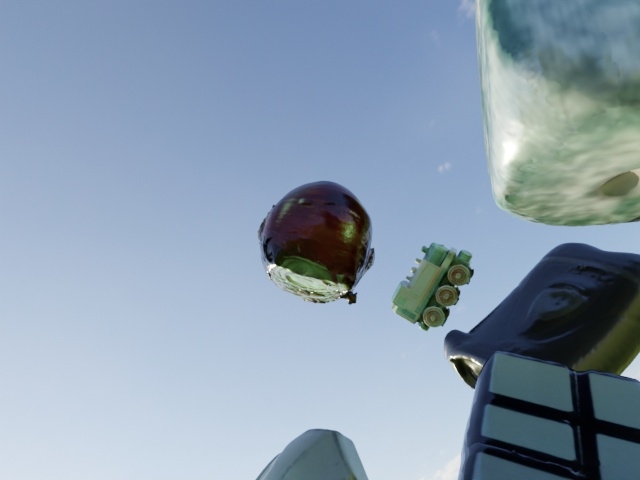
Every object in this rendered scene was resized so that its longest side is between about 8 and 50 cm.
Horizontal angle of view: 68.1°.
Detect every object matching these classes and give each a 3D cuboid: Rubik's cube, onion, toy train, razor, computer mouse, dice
[{"bbox_3d":[0.274,0.317,0.463,0.293,0.284,0.288,-40,-48,-62],"label":"Rubik's cube"},{"bbox_3d":[0.000,0.000,0.433,0.119,0.118,0.117,-10,-15,-26],"label":"onion"},{"bbox_3d":[0.237,0.094,1.000,0.193,0.125,0.081,-64,-13,13],"label":"toy train"},{"bbox_3d":[0.363,0.128,0.720,0.349,0.204,0.113,-32,-59,-24],"label":"razor"},{"bbox_3d":[-0.051,0.471,0.652,0.146,0.228,0.428,12,-91,-32],"label":"computer mouse"},{"bbox_3d":[0.377,-0.227,0.601,0.331,0.347,0.328,-4,-21,18],"label":"dice"}]
